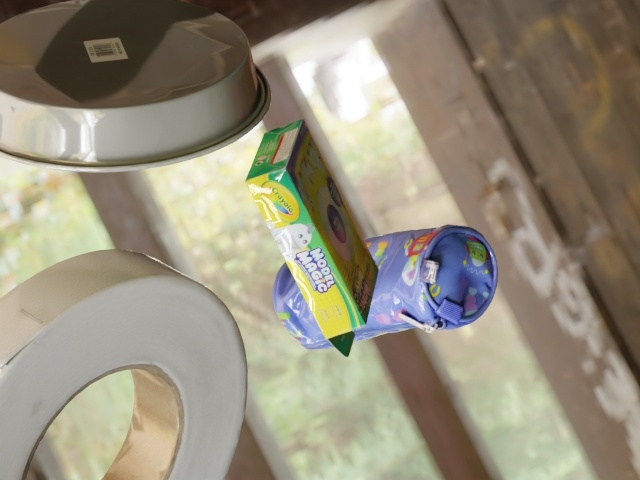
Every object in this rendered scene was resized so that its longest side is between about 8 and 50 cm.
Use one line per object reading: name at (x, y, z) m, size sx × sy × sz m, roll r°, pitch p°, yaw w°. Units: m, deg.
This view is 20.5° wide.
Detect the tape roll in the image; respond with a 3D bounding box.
tape roll at (-0.227, 0.198, 1.683) m, size 0.392 × 0.072 × 0.392 m, roll -29°, pitch 132°, yaw -38°

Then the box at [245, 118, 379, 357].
box at (0.000, 0.000, 1.469) m, size 0.043 × 0.179 × 0.105 m, roll -18°, pitch -157°, yaw 17°

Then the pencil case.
pencil case at (0.072, 0.062, 2.117) m, size 0.306 × 0.119 × 0.133 m, roll -12°, pitch -130°, yaw 49°

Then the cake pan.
cake pan at (-0.192, -0.152, 1.626) m, size 0.293 × 0.054 × 0.293 m, roll 0°, pitch -150°, yaw 0°
